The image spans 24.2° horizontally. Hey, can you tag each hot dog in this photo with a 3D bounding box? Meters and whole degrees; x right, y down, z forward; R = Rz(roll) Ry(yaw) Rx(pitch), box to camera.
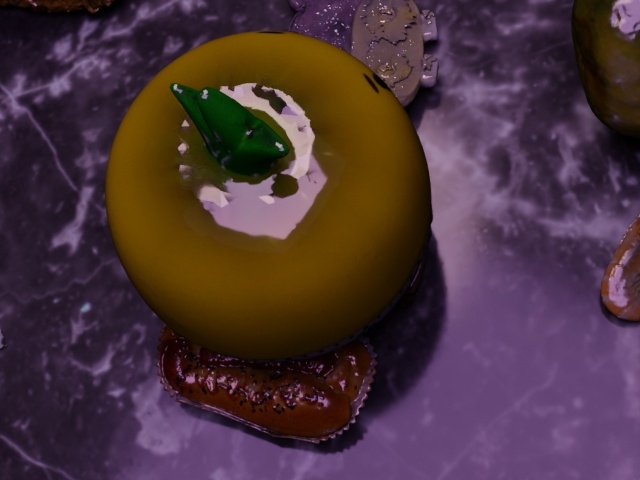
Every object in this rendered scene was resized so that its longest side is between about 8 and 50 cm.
[{"bbox_3d":[-0.048,0.108,1.266,0.191,0.059,0.108,12,69,14],"label":"hot dog"}]

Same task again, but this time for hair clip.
[{"bbox_3d":[0.034,-0.159,1.350,0.146,0.056,0.187,2,68,1],"label":"hair clip"}]

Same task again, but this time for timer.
[{"bbox_3d":[-0.048,-0.049,1.149,0.285,0.285,0.285,-2,71,7],"label":"timer"}]

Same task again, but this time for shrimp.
[{"bbox_3d":[0.279,0.021,1.271,0.059,0.023,0.108,29,77,6],"label":"shrimp"}]

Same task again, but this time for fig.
[{"bbox_3d":[0.307,-0.185,1.272,0.233,0.167,0.167,-35,68,-30],"label":"fig"}]

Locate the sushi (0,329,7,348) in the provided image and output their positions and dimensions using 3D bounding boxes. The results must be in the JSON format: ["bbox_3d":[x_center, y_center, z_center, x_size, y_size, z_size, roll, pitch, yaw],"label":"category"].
[{"bbox_3d":[-0.466,0.024,1.350,0.292,0.059,0.294,-22,70,0],"label":"sushi"}]

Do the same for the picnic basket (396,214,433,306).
[{"bbox_3d":[0.000,0.000,1.296,0.193,0.055,0.110,7,73,10],"label":"picnic basket"}]

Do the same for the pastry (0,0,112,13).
[{"bbox_3d":[-0.251,-0.254,1.417,0.140,0.056,0.080,11,103,11],"label":"pastry"}]
